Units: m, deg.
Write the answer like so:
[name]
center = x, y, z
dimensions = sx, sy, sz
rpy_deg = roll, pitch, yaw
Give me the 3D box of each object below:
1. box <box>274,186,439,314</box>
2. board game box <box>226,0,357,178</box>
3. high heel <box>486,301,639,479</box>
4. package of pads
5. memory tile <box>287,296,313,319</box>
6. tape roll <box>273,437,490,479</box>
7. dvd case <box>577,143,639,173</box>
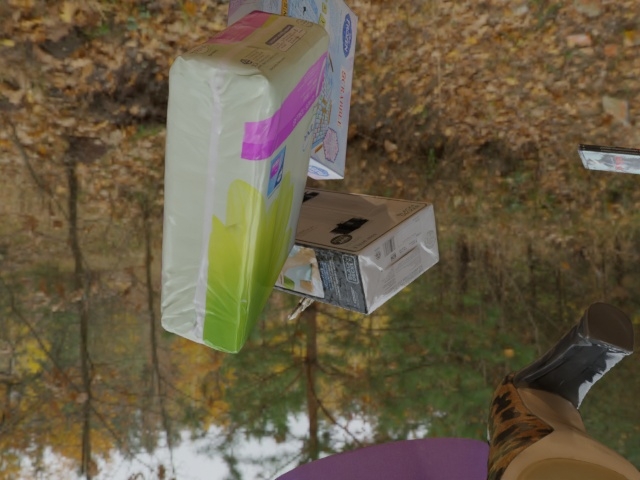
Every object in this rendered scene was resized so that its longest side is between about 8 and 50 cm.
[box]
center = 0.000, 0.000, 0.943
dimensions = 0.290, 0.087, 0.169
rpy_deg = 11, -148, 41
[board game box]
center = -0.041, -0.292, 1.101
dimensions = 0.066, 0.319, 0.318
rpy_deg = 1, 170, 28
[high heel]
center = 0.145, 0.187, 0.470
dimensions = 0.093, 0.261, 0.186
rpy_deg = 26, 142, 8
[package of pads]
center = -0.078, -0.070, 0.691
dimensions = 0.101, 0.296, 0.229
rpy_deg = 15, -149, 6
[memory tile]
center = -0.002, 0.080, 1.162
dimensions = 0.012, 0.113, 0.148
rpy_deg = 39, -158, 7
[tape roll]
center = 0.076, 0.312, 0.760
dimensions = 0.274, 0.090, 0.275
rpy_deg = -7, 148, -5
[dvd case]
center = 0.464, -0.123, 1.024
dimensions = 0.119, 0.013, 0.087
rpy_deg = 12, 172, 31
